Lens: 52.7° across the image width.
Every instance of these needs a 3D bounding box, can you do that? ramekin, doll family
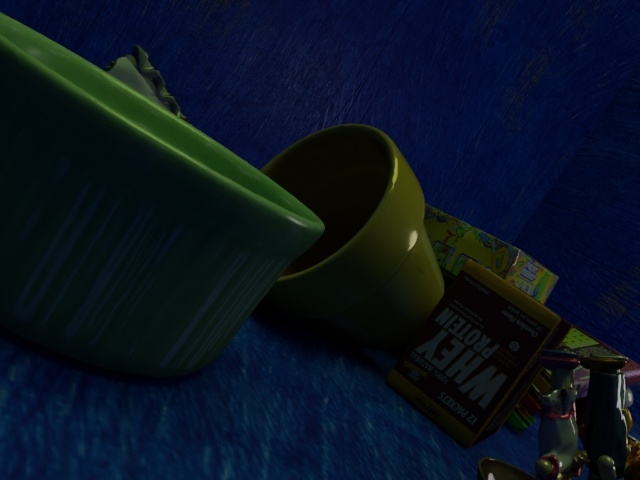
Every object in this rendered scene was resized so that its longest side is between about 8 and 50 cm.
[{"bbox_3d":[-0.162,-0.032,0.494,0.303,0.148,0.303,33,5,-3],"label":"ramekin"},{"bbox_3d":[0.268,0.194,0.619,0.118,0.163,0.263,1,-7,22],"label":"doll family"}]

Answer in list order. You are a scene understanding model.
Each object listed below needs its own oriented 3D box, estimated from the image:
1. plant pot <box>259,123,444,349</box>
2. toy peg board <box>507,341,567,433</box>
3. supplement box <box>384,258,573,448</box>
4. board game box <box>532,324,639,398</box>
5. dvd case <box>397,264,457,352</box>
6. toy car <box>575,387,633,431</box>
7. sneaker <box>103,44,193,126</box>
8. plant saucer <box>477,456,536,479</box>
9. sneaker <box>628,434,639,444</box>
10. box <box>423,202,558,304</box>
[{"bbox_3d":[0.041,0.018,0.854,0.239,0.254,0.254,50,-6,-38],"label":"plant pot"},{"bbox_3d":[0.356,0.244,1.065,0.079,0.161,0.161,53,13,22],"label":"toy peg board"},{"bbox_3d":[0.216,0.147,0.854,0.129,0.191,0.194,36,7,26],"label":"supplement box"},{"bbox_3d":[0.508,0.268,1.413,0.347,0.056,0.208,-2,19,-27],"label":"board game box"},{"bbox_3d":[0.208,0.141,1.034,0.253,0.180,0.022,31,39,-24],"label":"dvd case"},{"bbox_3d":[0.607,0.378,1.470,0.136,0.159,0.182,-10,26,-19],"label":"toy car"},{"bbox_3d":[-0.330,-0.208,1.299,0.330,0.146,0.122,57,-15,-24],"label":"sneaker"},{"bbox_3d":[0.217,0.274,0.577,0.199,0.036,0.198,33,6,-4],"label":"plant saucer"},{"bbox_3d":[0.551,0.399,1.146,0.121,0.079,0.217,31,7,-38],"label":"sneaker"},{"bbox_3d":[0.357,0.070,1.519,0.279,0.177,0.290,31,5,39],"label":"box"}]
